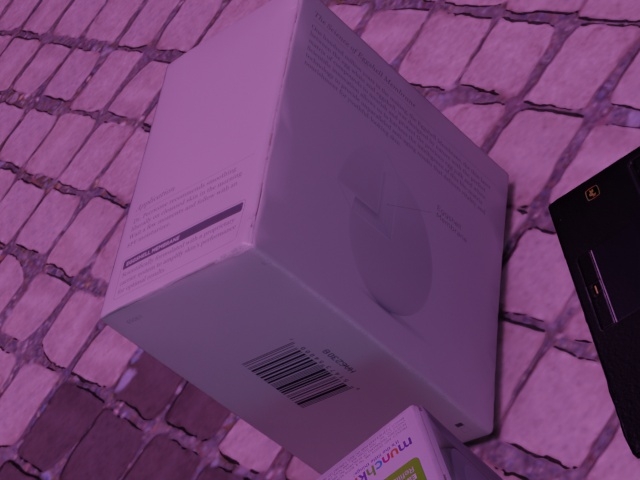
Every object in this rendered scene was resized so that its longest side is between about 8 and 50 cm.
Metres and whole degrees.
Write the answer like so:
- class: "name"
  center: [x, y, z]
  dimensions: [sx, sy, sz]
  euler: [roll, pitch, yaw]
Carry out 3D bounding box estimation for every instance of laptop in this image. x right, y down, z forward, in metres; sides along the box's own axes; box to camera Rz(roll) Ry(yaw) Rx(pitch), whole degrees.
- class: "laptop"
  center: [0.231, -0.052, 0.933]
  dimensions: [0.264, 0.136, 0.234]
  euler: [-34, 35, 20]

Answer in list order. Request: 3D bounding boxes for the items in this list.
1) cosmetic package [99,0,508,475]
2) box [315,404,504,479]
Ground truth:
- class: "cosmetic package"
  center: [0.000, 0.000, 1.064]
  dimensions: [0.138, 0.224, 0.224]
  euler: [-25, 39, 36]
- class: "box"
  center: [0.014, 0.261, 0.872]
  dimensions: [0.262, 0.127, 0.231]
  euler: [-40, 34, 12]
